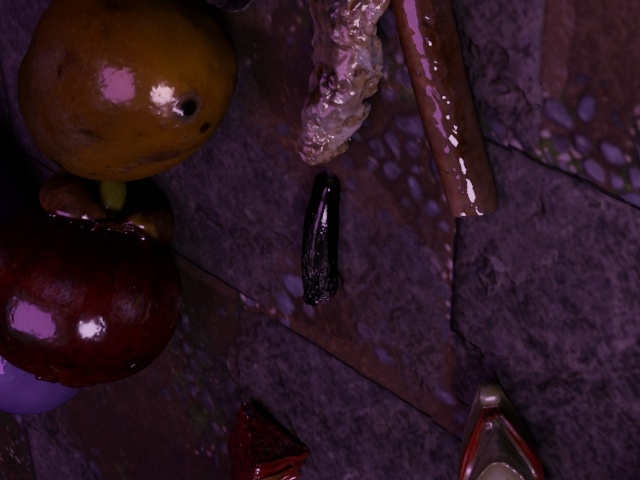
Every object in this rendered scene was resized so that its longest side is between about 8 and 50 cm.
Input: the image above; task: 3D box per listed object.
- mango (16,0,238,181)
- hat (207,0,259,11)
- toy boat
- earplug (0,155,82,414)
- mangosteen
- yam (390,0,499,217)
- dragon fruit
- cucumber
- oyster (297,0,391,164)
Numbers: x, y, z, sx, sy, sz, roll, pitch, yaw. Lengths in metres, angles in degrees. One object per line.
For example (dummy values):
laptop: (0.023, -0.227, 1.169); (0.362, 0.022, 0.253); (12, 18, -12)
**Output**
mango: (-0.199, -0.143, 1.475); (0.176, 0.176, 0.329); (26, 155, -29)
hat: (-0.042, -0.302, 1.184); (0.265, 0.128, 0.265); (40, 138, 48)
toy boat: (0.156, 0.211, 1.373); (0.089, 0.071, 0.185); (-7, 118, 8)
earplug: (-0.418, -0.003, 1.834); (0.456, 0.215, 0.215); (55, 146, 0)
mangosteen: (-0.241, 0.021, 1.638); (0.215, 0.215, 0.257); (16, 96, 45)
yam: (0.086, -0.140, 1.216); (0.046, 0.046, 0.264); (9, 123, 49)
dragon fruit: (-0.058, 0.237, 1.694); (0.131, 0.063, 0.097); (110, 154, -49)
cucumber: (-0.002, 0.001, 1.444); (0.033, 0.034, 0.134); (33, 138, 40)
oyster: (0.013, -0.150, 1.288); (0.106, 0.061, 0.199); (11, 124, 46)
